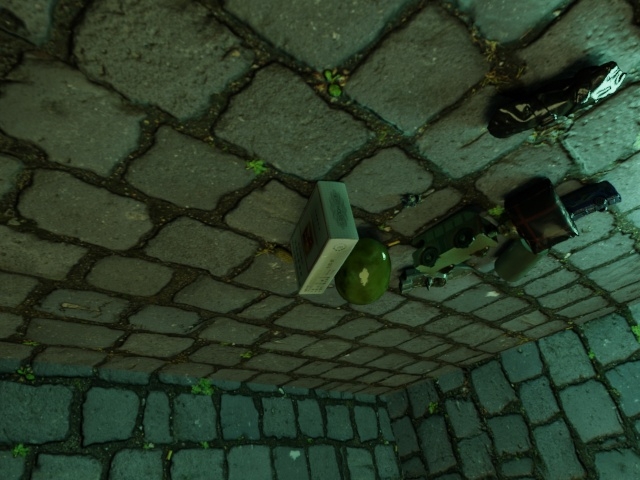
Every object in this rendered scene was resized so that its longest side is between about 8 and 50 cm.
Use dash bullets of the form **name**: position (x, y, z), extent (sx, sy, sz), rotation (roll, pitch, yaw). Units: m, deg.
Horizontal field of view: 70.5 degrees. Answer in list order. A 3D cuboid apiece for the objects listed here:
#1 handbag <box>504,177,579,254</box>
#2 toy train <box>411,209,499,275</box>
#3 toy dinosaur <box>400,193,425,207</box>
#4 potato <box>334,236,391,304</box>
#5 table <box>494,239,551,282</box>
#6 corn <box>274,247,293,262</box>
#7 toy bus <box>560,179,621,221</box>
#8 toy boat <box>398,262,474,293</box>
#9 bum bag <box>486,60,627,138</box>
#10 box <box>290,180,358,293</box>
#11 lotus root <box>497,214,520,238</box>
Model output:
- **handbag**: position (0.733, -0.077, 1.515), extent (0.169, 0.155, 0.215), rotation (-30, 100, 27)
- **toy train**: position (0.476, 0.009, 1.612), extent (0.129, 0.159, 0.326), rotation (20, 141, -35)
- **toy dinosaur**: position (0.291, -0.130, 1.452), extent (0.083, 0.030, 0.047), rotation (-4, 147, -12)
- **potato**: position (0.150, 0.110, 1.630), extent (0.216, 0.215, 0.304), rotation (-12, 139, 2)
- **table**: position (0.808, 0.063, 1.822), extent (0.126, 0.126, 0.220), rotation (-4, 147, -11)
- **corn**: position (-0.130, 0.051, 1.607), extent (0.037, 0.037, 0.092), rotation (-24, 147, 20)
- **toy bus**: position (0.908, -0.126, 1.586), extent (0.237, 0.094, 0.079), rotation (-27, 151, 27)
- **toy boat**: position (0.487, 0.150, 1.896), extent (0.320, 0.092, 0.141), rotation (-12, 150, 0)
- **bum bag**: position (0.590, -0.349, 1.140), extent (0.341, 0.095, 0.144), rotation (-19, 162, 16)
- **box**: position (0.000, 0.000, 1.402), extent (0.095, 0.210, 0.330), rotation (2, 146, -21)
- **lotus root**: position (0.745, -0.050, 1.663), extent (0.192, 0.088, 0.113), rotation (0, 162, -18)
